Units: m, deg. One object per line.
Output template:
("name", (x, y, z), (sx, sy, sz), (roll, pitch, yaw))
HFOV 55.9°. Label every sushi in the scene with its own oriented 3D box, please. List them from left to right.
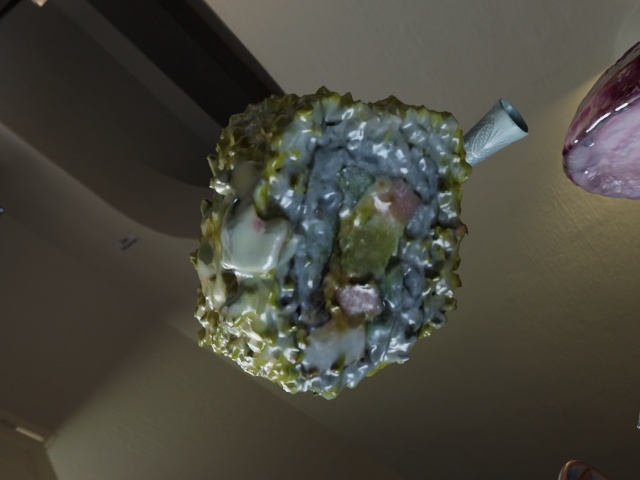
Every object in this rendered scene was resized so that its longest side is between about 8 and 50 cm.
("sushi", (0.000, 0.000, 0.811), (0.240, 0.351, 0.397), (15, -81, 57))

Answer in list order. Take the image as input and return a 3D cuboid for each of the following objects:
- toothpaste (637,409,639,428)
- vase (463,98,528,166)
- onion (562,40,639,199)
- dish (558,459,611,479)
("toothpaste", (0.602, 0.248, 0.872), (0.268, 0.069, 0.047), (1, -132, 5))
("vase", (0.337, -0.205, 1.326), (0.219, 0.096, 0.096), (-39, -148, 32))
("onion", (0.247, -0.099, 0.304), (0.250, 0.247, 0.111), (-7, -101, 39))
("dish", (0.280, 0.339, 0.545), (0.085, 0.260, 0.260), (-45, -148, 20))
